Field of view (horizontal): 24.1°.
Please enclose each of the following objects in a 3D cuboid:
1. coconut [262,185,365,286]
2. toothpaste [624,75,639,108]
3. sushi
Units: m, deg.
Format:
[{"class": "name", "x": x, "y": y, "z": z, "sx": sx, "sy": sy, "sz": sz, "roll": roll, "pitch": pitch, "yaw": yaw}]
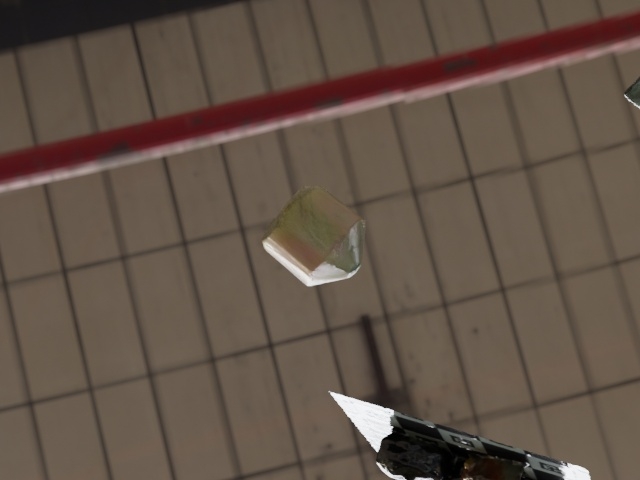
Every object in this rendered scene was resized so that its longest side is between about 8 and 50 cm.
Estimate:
[{"class": "coconut", "x": 0.000, "y": 0.000, "z": 1.914, "sx": 0.116, "sy": 0.122, "sz": 0.116, "roll": -49, "pitch": 175, "yaw": -6}, {"class": "toothpaste", "x": 0.421, "y": -0.096, "z": 1.586, "sx": 0.060, "sy": 0.233, "sz": 0.038, "roll": -47, "pitch": -174, "yaw": -1}, {"class": "sushi", "x": 0.204, "y": 0.338, "z": 2.080, "sx": 0.359, "sy": 0.064, "sz": 0.343, "roll": 15, "pitch": 161, "yaw": 21}]
